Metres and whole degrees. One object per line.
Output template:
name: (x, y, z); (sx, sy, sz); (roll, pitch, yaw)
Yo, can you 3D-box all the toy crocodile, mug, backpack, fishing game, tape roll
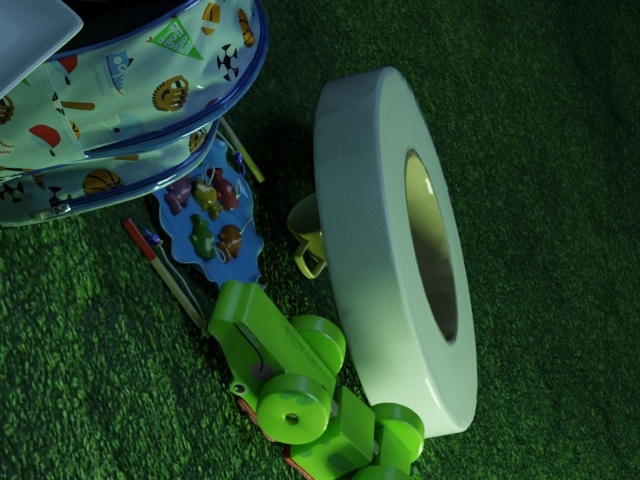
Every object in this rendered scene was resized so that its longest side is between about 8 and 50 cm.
toy crocodile: (0.004, 0.173, 1.716); (0.340, 0.105, 0.115); (49, 29, -27)
mug: (0.000, -0.003, 1.923); (0.062, 0.078, 0.064); (44, -13, 51)
backpack: (-0.172, -0.147, 1.393); (0.276, 0.263, 0.213); (-87, 156, -46)
fishing game: (-0.099, -0.033, 1.735); (0.189, 0.041, 0.264); (57, 27, -22)
tape roll: (0.083, 0.013, 1.944); (0.392, 0.072, 0.392); (-12, 90, -76)

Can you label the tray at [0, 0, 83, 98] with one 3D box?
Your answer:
tray: (-0.304, -0.177, 1.240); (0.270, 0.030, 0.145); (36, 50, 6)
